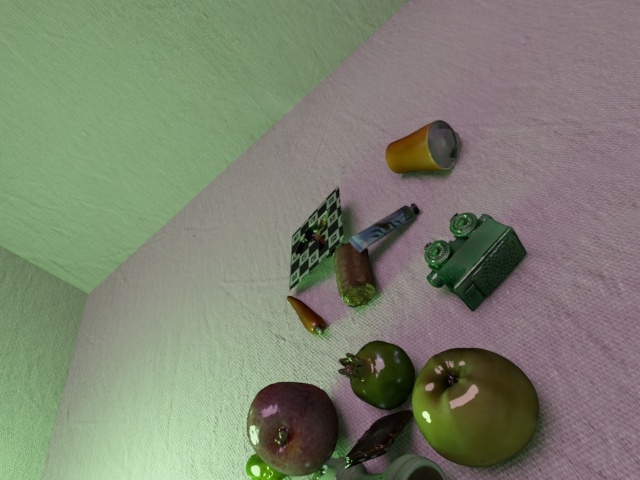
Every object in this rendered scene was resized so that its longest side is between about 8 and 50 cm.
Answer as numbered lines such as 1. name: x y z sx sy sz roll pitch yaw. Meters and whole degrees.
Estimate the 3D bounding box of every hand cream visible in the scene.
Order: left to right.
1. hand cream: 0.232 -0.049 1.613 0.272 0.058 0.091 -30 41 -7

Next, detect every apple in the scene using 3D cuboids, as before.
1. apple: 0.337 0.359 1.004 0.263 0.262 0.262 -28 39 25

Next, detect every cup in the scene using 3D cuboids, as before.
1. cup: 0.398 -0.349 1.727 0.226 0.182 0.264 -28 14 -35

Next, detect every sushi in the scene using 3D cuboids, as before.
1. sushi: 0.000 0.000 1.836 0.343 0.064 0.359 -45 27 30

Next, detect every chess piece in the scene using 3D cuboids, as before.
1. chess piece: 0.130 0.589 1.053 0.299 0.195 0.194 -19 42 48

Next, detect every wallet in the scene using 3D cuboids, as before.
1. wallet: 0.146 0.482 1.119 0.122 0.232 0.031 -30 80 24

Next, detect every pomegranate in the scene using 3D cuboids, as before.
1. pomegranate: 0.145 0.355 1.216 0.187 0.225 0.186 -26 52 39

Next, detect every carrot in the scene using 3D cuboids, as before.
1. carrot: -0.057 0.269 1.673 0.069 0.069 0.336 -49 28 -3

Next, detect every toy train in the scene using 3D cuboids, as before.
1. toy train: 0.428 0.044 1.295 0.266 0.145 0.202 -48 37 0

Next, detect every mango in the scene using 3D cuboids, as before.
1. mango: -0.151 0.664 1.339 0.179 0.100 0.119 -31 -2 34

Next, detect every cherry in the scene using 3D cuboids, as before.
1. cherry: -0.072 0.511 1.265 0.221 0.261 0.307 -61 -13 19

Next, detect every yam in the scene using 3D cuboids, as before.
1. yam: 0.118 0.119 1.569 0.238 0.128 0.129 -99 29 -55

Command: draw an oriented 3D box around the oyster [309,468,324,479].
1. oyster: -0.031 0.696 1.199 0.209 0.072 0.132 -40 32 14
